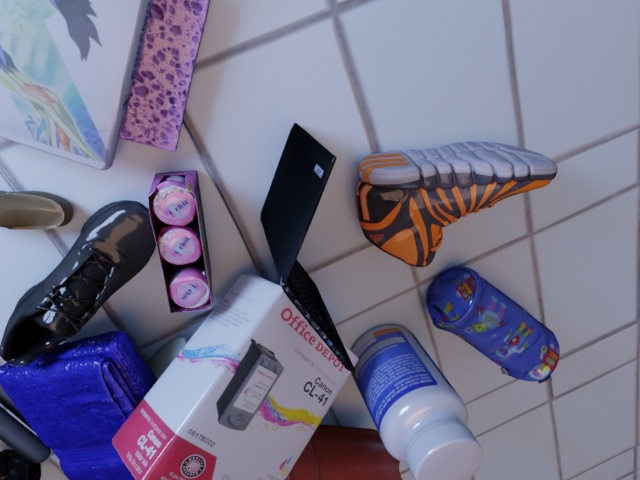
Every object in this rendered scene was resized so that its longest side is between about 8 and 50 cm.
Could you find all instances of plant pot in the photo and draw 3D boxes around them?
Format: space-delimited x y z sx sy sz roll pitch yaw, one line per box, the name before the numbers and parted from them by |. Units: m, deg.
plant pot | -0.002 0.471 0.826 0.265 0.272 0.272 11 111 -29

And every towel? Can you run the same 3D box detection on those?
towel | -0.339 0.299 0.675 0.227 0.076 0.308 -15 111 8

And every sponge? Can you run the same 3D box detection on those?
sponge | -0.224 -0.228 0.558 0.117 0.031 0.210 13 110 -20

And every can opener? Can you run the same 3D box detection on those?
can opener | -0.526 0.246 0.683 0.093 0.074 0.280 -14 121 30

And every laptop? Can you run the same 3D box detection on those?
laptop | 0.000 0.000 0.609 0.136 0.234 0.264 -34 117 2

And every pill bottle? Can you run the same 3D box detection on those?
pill bottle | 0.159 0.284 0.761 0.152 0.272 0.152 -6 115 -12

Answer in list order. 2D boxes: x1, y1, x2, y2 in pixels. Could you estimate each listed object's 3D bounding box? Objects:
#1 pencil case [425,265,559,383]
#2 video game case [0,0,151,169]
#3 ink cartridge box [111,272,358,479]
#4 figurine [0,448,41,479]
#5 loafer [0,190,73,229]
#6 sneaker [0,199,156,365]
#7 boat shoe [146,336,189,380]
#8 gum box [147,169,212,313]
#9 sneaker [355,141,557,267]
pencil case | 0.338 0.171 0.844 0.306 0.119 0.133 34 96 -25
video game case | -0.370 -0.271 0.476 0.329 0.036 0.300 18 109 -15
ink cartridge box | -0.113 0.239 0.663 0.306 0.131 0.226 -54 125 -19
figurine | -0.511 0.356 0.647 0.215 0.209 0.092 53 55 -28
loafer | -0.418 -0.039 0.581 0.148 0.050 0.056 5 113 -17
sneaker | -0.334 0.066 0.609 0.109 0.130 0.286 39 98 -25
boat shoe | -0.276 0.257 0.745 0.081 0.079 0.227 36 107 -27
gum box | -0.198 -0.005 0.625 0.062 0.107 0.188 -7 115 -12
sneaker | 0.215 -0.059 0.719 0.321 0.124 0.180 -4 119 -2
